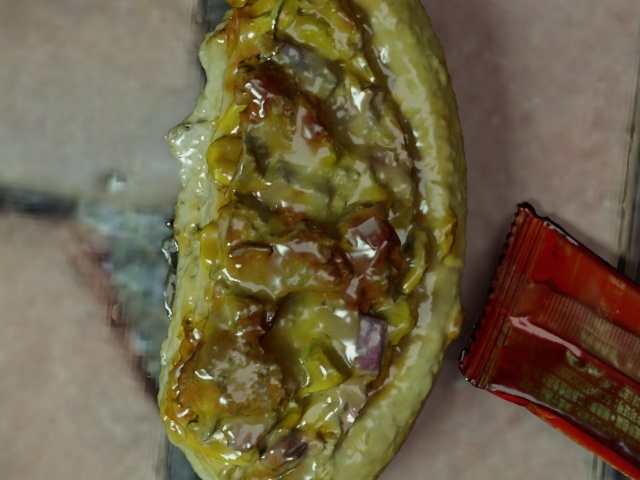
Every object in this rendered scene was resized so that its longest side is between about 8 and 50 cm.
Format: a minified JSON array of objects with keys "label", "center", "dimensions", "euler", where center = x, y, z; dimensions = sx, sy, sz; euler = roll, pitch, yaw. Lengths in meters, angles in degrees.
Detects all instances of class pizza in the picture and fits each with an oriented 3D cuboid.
[{"label":"pizza","center":[0.000,0.000,0.688],"dimensions":[0.127,0.058,0.246],"euler":[18,86,-14]}]

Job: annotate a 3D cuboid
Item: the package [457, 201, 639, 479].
[{"label":"package","center":[0.145,0.069,0.738],"dimensions":[0.200,0.022,0.083],"euler":[34,61,-13]}]
